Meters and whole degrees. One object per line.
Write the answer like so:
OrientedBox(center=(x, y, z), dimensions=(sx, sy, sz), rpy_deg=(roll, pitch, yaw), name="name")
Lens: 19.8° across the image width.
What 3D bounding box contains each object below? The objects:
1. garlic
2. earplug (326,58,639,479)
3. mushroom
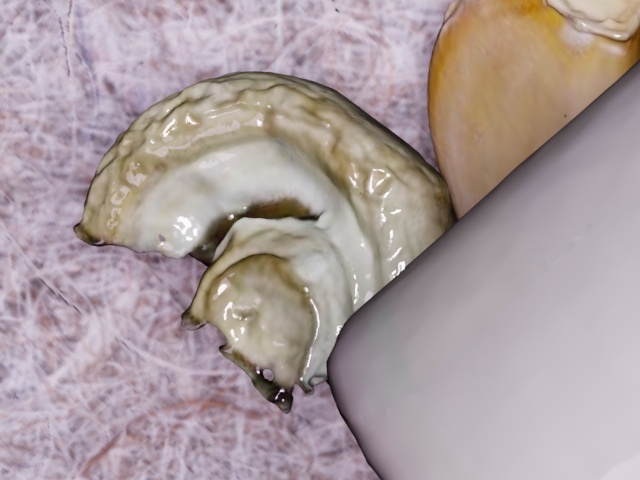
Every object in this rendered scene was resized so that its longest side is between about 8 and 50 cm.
OrientedBox(center=(0.139, -0.064, 1.089), dimensions=(0.145, 0.164, 0.244), rpy_deg=(1, 115, -6), name="garlic")
OrientedBox(center=(0.243, 0.027, 0.880), dimensions=(0.312, 0.312, 0.394), rpy_deg=(45, 104, 1), name="earplug")
OrientedBox(center=(0.005, 0.003, 1.127), dimensions=(0.267, 0.189, 0.164), rpy_deg=(38, 99, 24), name="mushroom")
